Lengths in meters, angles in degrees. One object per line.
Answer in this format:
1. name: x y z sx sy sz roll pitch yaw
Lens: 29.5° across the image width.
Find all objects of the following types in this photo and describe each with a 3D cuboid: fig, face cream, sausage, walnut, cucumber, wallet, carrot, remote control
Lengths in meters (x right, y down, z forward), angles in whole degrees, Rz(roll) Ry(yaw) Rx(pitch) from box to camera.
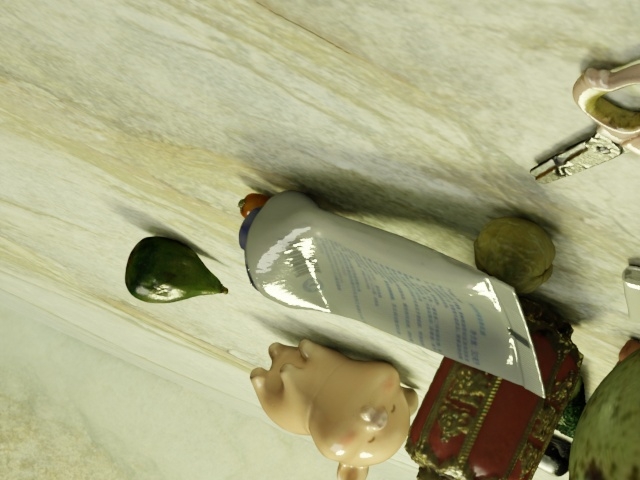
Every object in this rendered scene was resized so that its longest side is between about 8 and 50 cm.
1. fig: -0.237 0.054 2.038 0.177 0.117 0.117 10 165 -9
2. face cream: 0.071 0.054 1.467 0.420 0.137 0.235 23 153 33
3. sausage: 0.421 0.154 1.542 0.083 0.034 0.034 24 163 1
4. walnut: 0.211 0.016 1.329 0.092 0.092 0.092 22 163 7
5. cucumber: 0.374 0.253 1.859 0.067 0.068 0.293 18 164 20
6. wallet: 0.371 0.066 1.360 0.061 0.025 0.122 10 159 22
7. carrot: 0.000 0.000 1.640 0.247 0.043 0.043 27 163 -14
8. remote control: 0.340 0.366 2.245 0.265 0.066 0.090 20 159 12

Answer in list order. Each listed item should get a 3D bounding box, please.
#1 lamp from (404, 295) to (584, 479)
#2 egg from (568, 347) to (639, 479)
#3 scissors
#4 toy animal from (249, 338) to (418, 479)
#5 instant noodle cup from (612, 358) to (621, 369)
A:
1. lamp: 0.222 0.208 1.564 0.177 0.274 0.177 26 173 4
2. egg: 0.464 0.268 1.304 0.428 0.345 0.345 20 168 -35
3. scissors: 0.259 -0.086 1.047 0.160 0.024 0.317 27 163 -11
4. toy animal: 0.022 0.305 2.274 0.269 0.237 0.326 42 163 -22
5. instant noodle cup: 0.415 0.234 1.616 0.127 0.136 0.127 22 163 7
